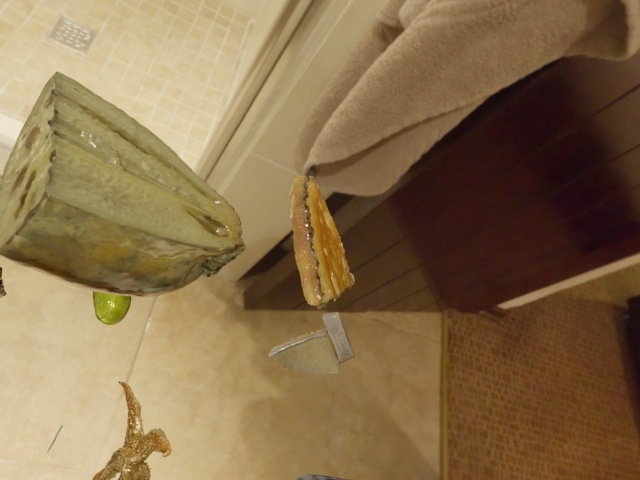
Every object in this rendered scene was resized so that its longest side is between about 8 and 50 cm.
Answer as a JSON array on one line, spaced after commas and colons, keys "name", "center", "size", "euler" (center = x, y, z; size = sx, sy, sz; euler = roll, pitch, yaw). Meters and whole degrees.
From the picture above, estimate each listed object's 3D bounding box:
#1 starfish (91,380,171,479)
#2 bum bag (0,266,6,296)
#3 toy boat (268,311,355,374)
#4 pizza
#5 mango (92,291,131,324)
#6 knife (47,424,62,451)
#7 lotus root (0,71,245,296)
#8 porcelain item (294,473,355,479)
[{"name": "starfish", "center": [-0.493, 0.559, 1.162], "size": [0.084, 0.302, 0.293], "euler": [9, 104, -52]}, {"name": "bum bag", "center": [-0.915, 0.137, 1.247], "size": [0.123, 0.248, 0.059], "euler": [-25, 87, -37]}, {"name": "toy boat", "center": [-0.002, 0.408, 1.752], "size": [0.276, 0.294, 0.111], "euler": [51, 11, -32]}, {"name": "pizza", "center": [-0.011, -0.014, 1.394], "size": [0.435, 0.080, 0.391], "euler": [-14, 86, -77]}, {"name": "mango", "center": [-0.497, 0.122, 1.117], "size": [0.074, 0.091, 0.164], "euler": [40, 47, -67]}, {"name": "knife", "center": [-0.724, 0.540, 1.264], "size": [0.005, 0.014, 0.091], "euler": [17, 19, -13]}, {"name": "lotus root", "center": [-0.237, -0.037, 0.579], "size": [0.260, 0.149, 0.267], "euler": [30, 23, -44]}, {"name": "porcelain item", "center": [0.026, 0.583, 0.942], "size": [0.243, 0.405, 0.178], "euler": [3, 67, 14]}]
